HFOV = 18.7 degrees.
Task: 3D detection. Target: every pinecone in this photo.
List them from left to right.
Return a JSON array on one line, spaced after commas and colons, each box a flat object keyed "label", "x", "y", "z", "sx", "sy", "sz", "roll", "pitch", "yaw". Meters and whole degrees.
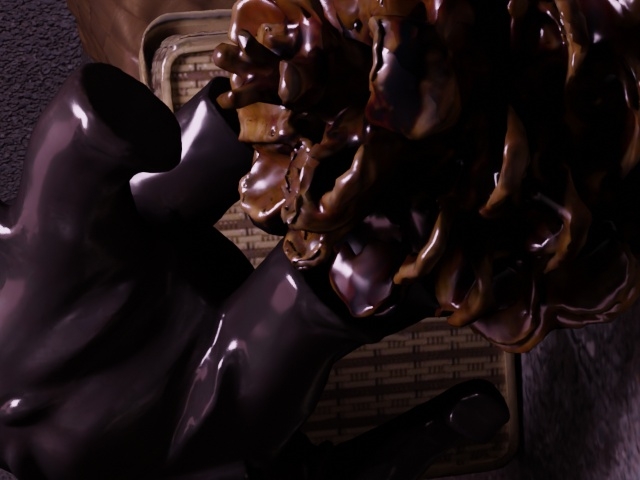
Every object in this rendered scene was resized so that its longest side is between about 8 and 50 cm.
[{"label": "pinecone", "x": 0.068, "y": -0.062, "z": 0.961, "sx": 0.243, "sy": 0.257, "sz": 0.243, "roll": 53, "pitch": 155, "yaw": 39}]

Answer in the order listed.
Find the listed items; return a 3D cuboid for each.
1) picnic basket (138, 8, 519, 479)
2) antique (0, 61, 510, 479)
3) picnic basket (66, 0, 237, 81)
[{"label": "picnic basket", "x": 0.000, "y": 0.000, "z": 1.290, "sx": 0.175, "sy": 0.228, "sz": 0.313, "roll": -158, "pitch": 65, "yaw": -77}, {"label": "antique", "x": -0.081, "y": 0.062, "z": 1.088, "sx": 0.255, "sy": 0.322, "sz": 0.185, "roll": -46, "pitch": 19, "yaw": 23}, {"label": "picnic basket", "x": -0.117, "y": -0.290, "z": 1.640, "sx": 0.291, "sy": 0.254, "sz": 0.321, "roll": -144, "pitch": 38, "yaw": -71}]
